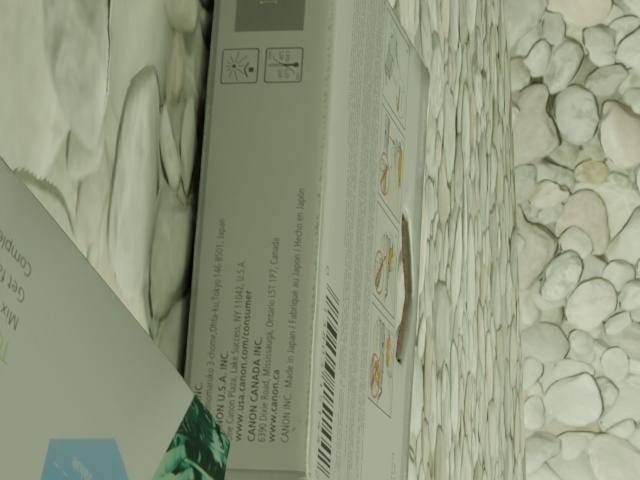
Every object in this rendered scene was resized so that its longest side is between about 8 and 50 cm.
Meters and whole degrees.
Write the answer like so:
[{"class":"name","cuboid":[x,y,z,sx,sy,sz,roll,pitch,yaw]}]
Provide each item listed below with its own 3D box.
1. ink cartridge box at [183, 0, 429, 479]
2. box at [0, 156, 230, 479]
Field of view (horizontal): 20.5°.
[{"class":"ink cartridge box","cuboid":[0.000,0.000,0.909,0.261,0.066,0.296,56,36,-70]},{"class":"box","cuboid":[-0.104,0.125,0.330,0.232,0.058,0.322,57,34,-49]}]
